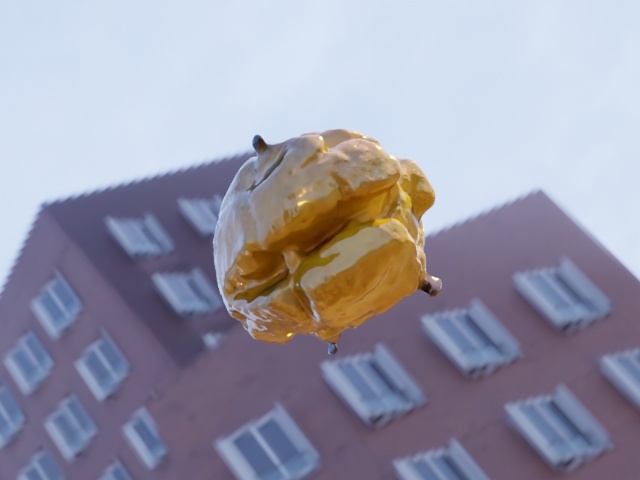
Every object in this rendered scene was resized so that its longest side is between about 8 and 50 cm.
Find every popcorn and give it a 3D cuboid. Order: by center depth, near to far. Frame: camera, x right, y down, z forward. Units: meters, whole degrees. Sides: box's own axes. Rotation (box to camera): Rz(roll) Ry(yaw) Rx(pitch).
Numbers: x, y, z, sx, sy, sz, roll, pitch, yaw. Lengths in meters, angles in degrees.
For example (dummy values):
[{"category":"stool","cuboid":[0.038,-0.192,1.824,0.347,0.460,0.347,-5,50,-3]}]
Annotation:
[{"category":"popcorn","cuboid":[0.000,0.000,1.035,0.152,0.167,0.148,43,-106,-18]}]
